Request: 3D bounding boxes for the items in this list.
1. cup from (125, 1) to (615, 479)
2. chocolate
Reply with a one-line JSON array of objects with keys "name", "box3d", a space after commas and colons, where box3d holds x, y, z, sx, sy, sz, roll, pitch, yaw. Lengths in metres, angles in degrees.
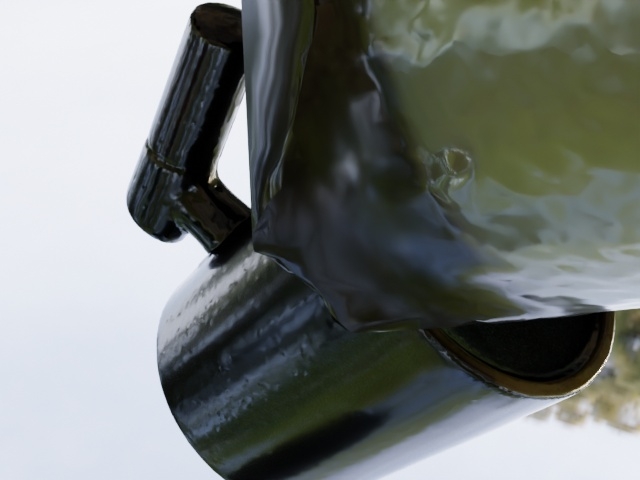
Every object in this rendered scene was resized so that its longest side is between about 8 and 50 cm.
[{"name": "cup", "box3d": [0.014, 0.003, 0.774, 0.166, 0.177, 0.239, 0, -117, -43]}, {"name": "chocolate", "box3d": [0.167, -0.127, 0.578, 0.326, 0.314, 0.297, -2, 179, -37]}]
